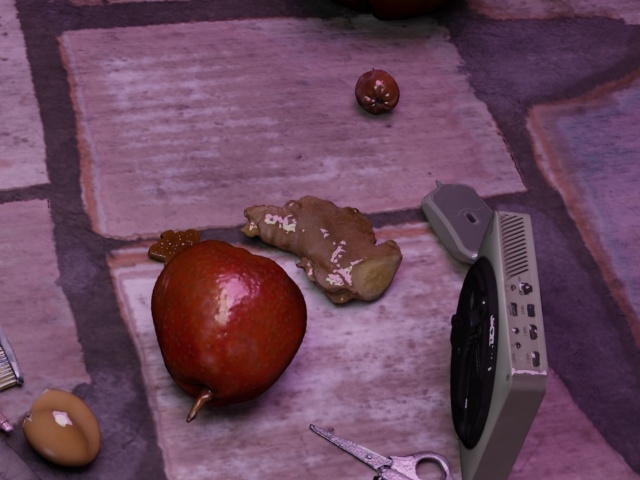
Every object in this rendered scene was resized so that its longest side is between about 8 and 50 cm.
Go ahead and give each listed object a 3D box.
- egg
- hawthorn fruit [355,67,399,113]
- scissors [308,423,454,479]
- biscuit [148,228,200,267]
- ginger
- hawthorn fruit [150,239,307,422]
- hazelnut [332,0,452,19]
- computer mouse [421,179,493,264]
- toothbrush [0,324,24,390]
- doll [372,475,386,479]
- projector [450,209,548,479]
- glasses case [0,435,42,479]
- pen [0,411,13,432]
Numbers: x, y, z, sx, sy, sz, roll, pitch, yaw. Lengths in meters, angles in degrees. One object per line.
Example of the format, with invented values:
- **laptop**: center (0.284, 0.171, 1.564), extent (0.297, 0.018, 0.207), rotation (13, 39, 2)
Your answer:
- **egg**: center (-0.298, 0.220, 1.655), extent (0.096, 0.080, 0.080), rotation (29, 51, 16)
- **hawthorn fruit**: center (0.085, -0.235, 2.129), extent (0.066, 0.067, 0.103), rotation (5, 45, -7)
- **scissors**: center (0.069, 0.269, 1.733), extent (0.189, 0.015, 0.100), rotation (27, 53, 13)
- **biscuit**: center (-0.181, 0.020, 1.890), extent (0.082, 0.016, 0.092), rotation (-28, 61, -35)
- **ginger**: center (0.004, -0.002, 1.913), extent (0.213, 0.074, 0.137), rotation (34, 52, 24)
- **hawthorn fruit**: center (-0.120, 0.118, 1.715), extent (0.196, 0.196, 0.225), rotation (16, 65, 2)
- **hazelnut**: center (0.115, -0.563, 2.229), extent (0.402, 0.402, 0.429), rotation (33, 57, 16)
- **computer mouse**: center (0.201, -0.018, 1.975), extent (0.089, 0.056, 0.182), rotation (-14, 46, -24)
- **toothbrush**: center (-0.461, 0.041, 1.806), extent (0.037, 0.028, 0.375), rotation (-23, 59, -19)
- **doll**: center (0.043, 0.341, 1.636), extent (0.109, 0.057, 0.169), rotation (20, 55, 22)
- **projector**: center (0.204, 0.136, 1.712), extent (0.079, 0.259, 0.257), rotation (5, 50, -6)
- **glasses case**: center (-0.370, 0.289, 1.590), extent (0.114, 0.060, 0.299), rotation (-41, 67, -21)
- **pen**: center (-0.438, 0.171, 1.700), extent (0.197, 0.032, 0.053), rotation (35, 52, 21)
